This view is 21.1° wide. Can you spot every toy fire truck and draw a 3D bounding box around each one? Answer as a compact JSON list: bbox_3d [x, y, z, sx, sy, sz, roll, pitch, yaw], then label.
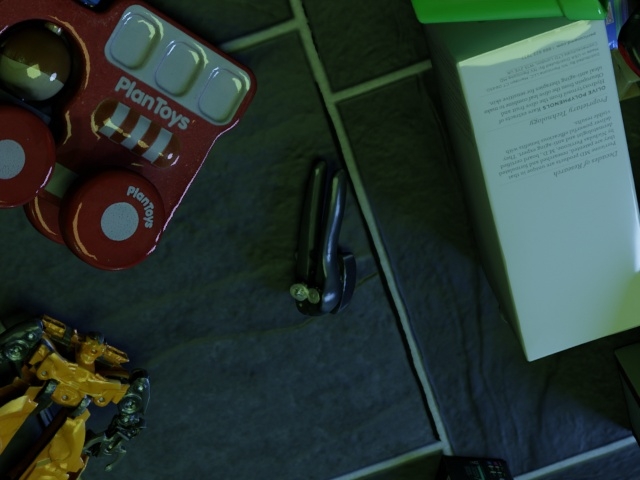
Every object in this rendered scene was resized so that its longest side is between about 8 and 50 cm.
[{"bbox_3d":[-0.237,-0.131,1.661,0.302,0.169,0.254,32,86,-27],"label":"toy fire truck"}]

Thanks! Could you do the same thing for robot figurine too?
[{"bbox_3d":[-0.319,0.200,1.868,0.211,0.085,0.291,29,112,-26],"label":"robot figurine"}]

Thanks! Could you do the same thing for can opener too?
[{"bbox_3d":[0.000,0.000,1.839,0.059,0.073,0.186,14,121,25],"label":"can opener"}]

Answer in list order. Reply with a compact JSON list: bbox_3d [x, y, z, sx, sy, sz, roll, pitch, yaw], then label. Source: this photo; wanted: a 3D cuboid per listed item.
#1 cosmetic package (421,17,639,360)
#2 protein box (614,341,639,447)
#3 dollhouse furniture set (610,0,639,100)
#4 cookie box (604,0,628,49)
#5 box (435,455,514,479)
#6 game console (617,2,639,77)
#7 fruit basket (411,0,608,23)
[{"bbox_3d":[0.218,-0.087,1.742,0.155,0.197,0.366,-19,124,-1],"label":"cosmetic package"},{"bbox_3d":[0.469,0.201,1.961,0.199,0.201,0.136,-18,123,0],"label":"protein box"},{"bbox_3d":[0.383,-0.241,1.769,0.181,0.101,0.161,-16,159,-21],"label":"dollhouse furniture set"},{"bbox_3d":[0.269,-0.252,1.698,0.040,0.107,0.092,-14,129,-2],"label":"cookie box"},{"bbox_3d":[0.183,0.299,2.049,0.083,0.052,0.062,6,120,-16],"label":"box"},{"bbox_3d":[0.508,-0.225,1.688,0.342,0.060,0.386,42,79,-22],"label":"game console"},{"bbox_3d":[0.220,-0.399,1.503,0.392,0.283,0.392,4,114,9],"label":"fruit basket"}]
